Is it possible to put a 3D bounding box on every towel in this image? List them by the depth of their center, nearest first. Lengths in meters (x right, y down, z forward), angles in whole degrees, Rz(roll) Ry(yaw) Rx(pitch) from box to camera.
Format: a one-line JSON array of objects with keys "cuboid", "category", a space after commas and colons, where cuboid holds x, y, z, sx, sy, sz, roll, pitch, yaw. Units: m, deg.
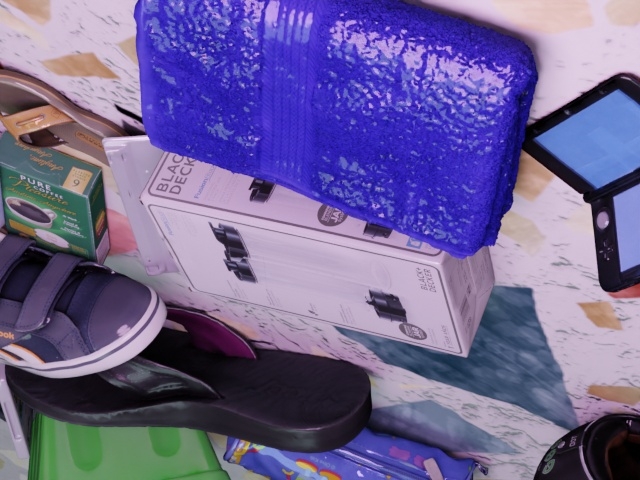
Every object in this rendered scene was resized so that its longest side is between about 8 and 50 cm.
[{"cuboid": [0.003, -0.101, 1.105, 0.308, 0.076, 0.228, 18, 147, 12], "category": "towel"}]

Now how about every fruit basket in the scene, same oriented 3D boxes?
[{"cuboid": [-0.228, 0.370, 1.809, 0.282, 0.392, 0.392, -8, 158, -16], "category": "fruit basket"}]

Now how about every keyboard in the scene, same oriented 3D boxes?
[{"cuboid": [-0.157, -0.031, 1.427, 0.072, 0.014, 0.256, -8, 150, -1], "category": "keyboard"}]

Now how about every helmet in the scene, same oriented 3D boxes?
[{"cuboid": [0.298, 0.270, 1.466, 0.169, 0.169, 0.161, 23, 137, 3], "category": "helmet"}]

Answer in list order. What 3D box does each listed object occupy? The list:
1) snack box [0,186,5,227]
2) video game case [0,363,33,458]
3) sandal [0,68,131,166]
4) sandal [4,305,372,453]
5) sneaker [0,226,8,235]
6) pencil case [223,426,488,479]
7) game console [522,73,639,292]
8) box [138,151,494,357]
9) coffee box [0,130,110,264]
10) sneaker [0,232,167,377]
[{"cuboid": [-0.375, -0.061, 1.475, 0.100, 0.037, 0.141, 34, 155, 5], "category": "snack box"}, {"cuboid": [-0.386, 0.172, 1.821, 0.019, 0.157, 0.143, -8, 130, -2], "category": "video game case"}, {"cuboid": [-0.259, -0.108, 1.354, 0.180, 0.049, 0.072, 28, 154, -9], "category": "sandal"}, {"cuboid": [-0.155, 0.134, 1.633, 0.445, 0.167, 0.107, 5, 123, 20], "category": "sandal"}, {"cuboid": [-0.343, 0.036, 1.663, 0.175, 0.067, 0.064, 28, 155, -4], "category": "sneaker"}, {"cuboid": [0.039, 0.264, 1.707, 0.306, 0.119, 0.133, 23, 153, 2], "category": "pencil case"}, {"cuboid": [0.219, -0.038, 1.063, 0.085, 0.124, 0.144, 6, 162, -25], "category": "game console"}, {"cuboid": [0.000, 0.000, 1.298, 0.289, 0.087, 0.169, 11, 151, 23], "category": "box"}, {"cuboid": [-0.280, -0.036, 1.509, 0.113, 0.040, 0.184, 21, 154, 7], "category": "coffee box"}, {"cuboid": [-0.319, 0.065, 1.541, 0.321, 0.126, 0.127, -3, 134, 33], "category": "sneaker"}]
